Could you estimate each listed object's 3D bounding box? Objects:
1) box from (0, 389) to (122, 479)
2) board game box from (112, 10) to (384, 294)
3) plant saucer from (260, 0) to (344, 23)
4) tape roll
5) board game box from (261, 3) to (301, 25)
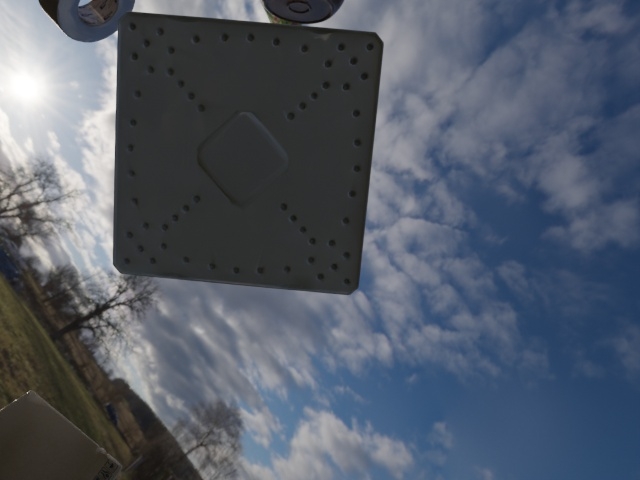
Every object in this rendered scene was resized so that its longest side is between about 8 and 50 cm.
[{"bbox_3d":[-0.327,0.265,0.455,0.164,0.021,0.201,44,-2,-5],"label":"box"},{"bbox_3d":[-0.117,-0.126,0.636,0.389,0.050,0.391,5,-82,0],"label":"board game box"},{"bbox_3d":[-0.038,-0.446,0.758,0.168,0.168,0.029,8,-85,47],"label":"plant saucer"},{"bbox_3d":[-0.582,-0.614,1.026,0.072,0.219,0.219,47,-33,-1],"label":"tape roll"},{"bbox_3d":[-0.085,-0.549,0.941,0.043,0.092,0.181,28,0,11],"label":"board game box"}]
